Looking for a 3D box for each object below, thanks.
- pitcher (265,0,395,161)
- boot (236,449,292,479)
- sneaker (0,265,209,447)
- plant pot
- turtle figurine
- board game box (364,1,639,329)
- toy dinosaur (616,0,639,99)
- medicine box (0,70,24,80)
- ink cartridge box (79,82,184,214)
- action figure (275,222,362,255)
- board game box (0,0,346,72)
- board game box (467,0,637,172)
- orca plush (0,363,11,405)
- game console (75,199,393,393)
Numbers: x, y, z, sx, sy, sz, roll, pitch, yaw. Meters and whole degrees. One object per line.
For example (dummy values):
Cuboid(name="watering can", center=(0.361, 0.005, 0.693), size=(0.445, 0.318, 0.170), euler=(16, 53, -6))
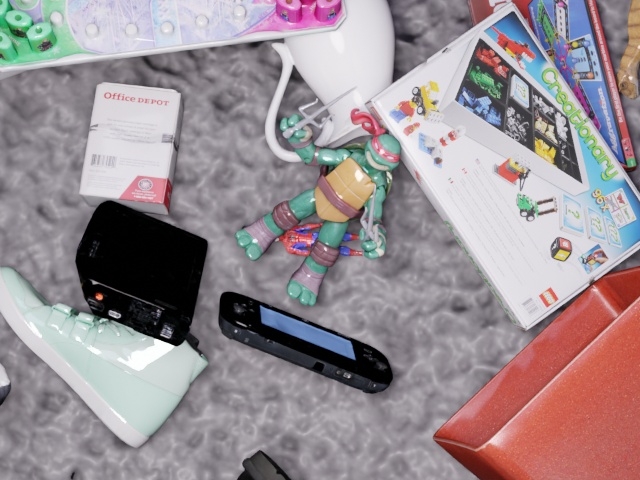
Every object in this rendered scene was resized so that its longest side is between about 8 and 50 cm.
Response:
Cuboid(name="pitcher", center=(0.005, -0.202, 1.652), size=(0.178, 0.125, 0.207), euler=(-16, 86, -6))
Cuboid(name="boot", center=(-0.069, 0.419, 1.497), size=(0.260, 0.131, 0.348), euler=(-30, 77, -4))
Cuboid(name="sneaker", center=(-0.240, 0.088, 1.605), size=(0.256, 0.094, 0.151), euler=(44, 88, 2))
Cuboid(name="plant pot", center=(0.308, 0.200, 1.481), size=(0.267, 0.267, 0.236), euler=(-43, 90, -7))
Cuboid(name="turtle figurine", center=(0.019, -0.047, 1.564), size=(0.175, 0.118, 0.234), euler=(51, 121, 17))
Cuboid(name="board game box", center=(0.213, -0.081, 1.600), size=(0.193, 0.053, 0.305), euler=(-35, 96, -6))
Cuboid(name="toy dinosaur", center=(0.383, -0.270, 1.680), size=(0.112, 0.064, 0.211), euler=(6, 76, 6))
Cuboid(name="medicine box", center=(-0.386, -0.337, 1.690), size=(0.289, 0.149, 0.263), euler=(-20, 76, -3))
Cuboid(name="ink cartridge box", center=(-0.215, -0.105, 1.671), size=(0.099, 0.056, 0.135), euler=(7, 76, 4))
Cuboid(name="action figure", center=(0.000, 0.000, 1.651), size=(0.115, 0.030, 0.038), euler=(3, 81, 6))
Cuboid(name="board game box", center=(-0.190, -0.395, 1.601), size=(0.390, 0.050, 0.390), euler=(-8, 75, -4))
Cuboid(name="board game box", center=(0.262, -0.201, 1.687), size=(0.145, 0.027, 0.281), euler=(-12, 76, 1))
Cuboid(name="orca plush", center=(-0.472, 0.133, 1.606), size=(0.287, 0.151, 0.102), euler=(23, 110, 5))
Cuboid(name="game console", center=(-0.090, 0.071, 1.571), size=(0.361, 0.213, 0.044), euler=(23, 111, -9))
